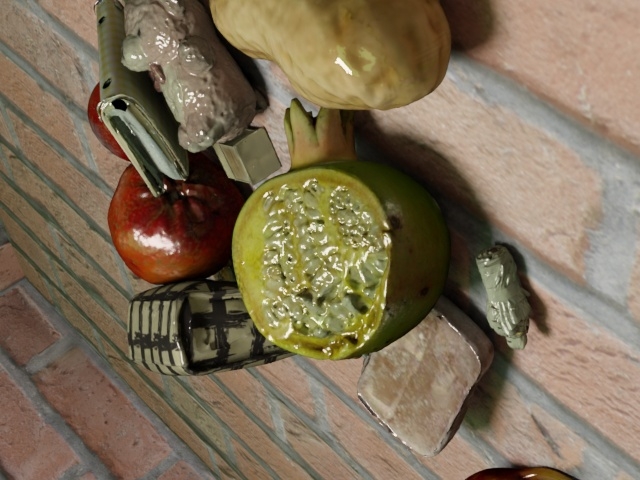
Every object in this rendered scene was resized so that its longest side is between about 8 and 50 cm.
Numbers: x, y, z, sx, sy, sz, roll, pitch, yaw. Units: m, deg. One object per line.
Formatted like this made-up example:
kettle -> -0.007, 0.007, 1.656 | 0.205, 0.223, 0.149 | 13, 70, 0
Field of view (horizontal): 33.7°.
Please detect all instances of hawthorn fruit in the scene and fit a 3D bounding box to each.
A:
hawthorn fruit -> -0.260, -0.026, 1.937 | 0.254, 0.254, 0.300 | 48, 164, 15

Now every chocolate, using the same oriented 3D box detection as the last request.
chocolate -> 0.164, 0.192, 1.590 | 0.185, 0.100, 0.303 | 47, 146, 25

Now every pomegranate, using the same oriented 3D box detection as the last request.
pomegranate -> 0.040, -0.015, 1.441 | 0.309, 0.216, 0.359 | -14, 76, 43

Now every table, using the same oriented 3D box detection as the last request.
table -> -0.122, -0.143, 1.734 | 0.083, 0.062, 0.079 | 17, 137, 54

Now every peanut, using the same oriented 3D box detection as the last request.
peanut -> 0.002, -0.257, 1.232 | 0.387, 0.169, 0.192 | 36, 155, 43

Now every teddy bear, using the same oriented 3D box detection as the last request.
teddy bear -> -0.205, -0.269, 1.619 | 0.267, 0.151, 0.236 | 54, 163, -10

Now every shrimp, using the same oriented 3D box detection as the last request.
shrimp -> -0.210, 0.055, 2.183 | 0.150, 0.051, 0.217 | 49, 160, 31

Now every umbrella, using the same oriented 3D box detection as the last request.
umbrella -> 0.239, 0.075, 1.354 | 0.067, 0.062, 0.143 | -82, -25, -73

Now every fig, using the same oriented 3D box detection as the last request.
fig -> 0.293, 0.408, 1.615 | 0.175, 0.207, 0.175 | 27, -170, -5

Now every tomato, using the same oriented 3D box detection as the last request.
tomato -> -0.406, -0.230, 2.102 | 0.173, 0.099, 0.189 | 44, 156, 19

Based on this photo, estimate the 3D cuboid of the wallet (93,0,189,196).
wallet -> -0.300, -0.243, 1.755 | 0.223, 0.077, 0.309 | 55, -166, -40

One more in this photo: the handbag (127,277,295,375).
handbag -> -0.137, 0.142, 1.803 | 0.325, 0.327, 0.163 | 171, 97, -65

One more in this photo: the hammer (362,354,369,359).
hammer -> 0.144, 0.208, 1.750 | 0.246, 0.029, 0.103 | 29, 145, 42
